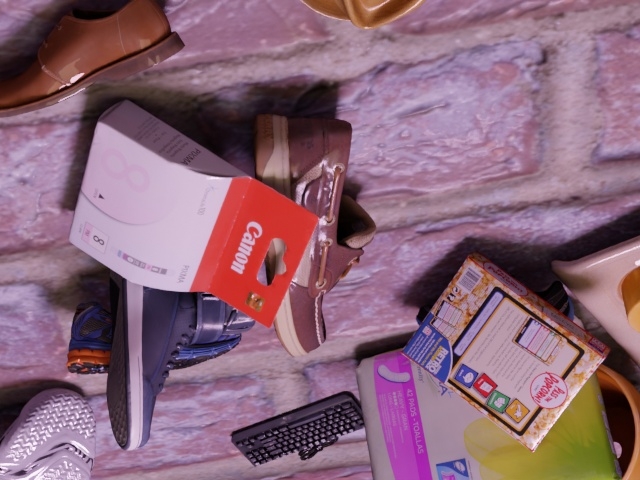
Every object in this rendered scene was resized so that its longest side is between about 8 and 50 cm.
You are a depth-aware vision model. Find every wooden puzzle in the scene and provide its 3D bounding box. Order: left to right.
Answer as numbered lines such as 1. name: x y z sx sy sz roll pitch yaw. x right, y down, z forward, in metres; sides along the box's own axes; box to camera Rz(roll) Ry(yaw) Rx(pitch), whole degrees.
1. wooden puzzle: 0.495 0.074 1.661 0.348 0.080 0.322 -19 140 27

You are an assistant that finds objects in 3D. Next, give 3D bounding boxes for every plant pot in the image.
1. plant pot: 0.357 0.268 1.835 0.205 0.205 0.188 -30 151 24

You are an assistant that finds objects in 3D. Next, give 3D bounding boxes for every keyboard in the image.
1. keyboard: -0.019 0.264 1.883 0.180 0.023 0.108 -21 139 16

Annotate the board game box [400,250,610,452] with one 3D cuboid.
1. board game box: 0.213 0.128 1.619 0.193 0.045 0.147 38 109 11

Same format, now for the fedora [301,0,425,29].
1. fedora: 0.053 -0.252 1.237 0.194 0.079 0.194 -5 141 -4

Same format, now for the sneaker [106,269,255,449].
1. sneaker: -0.150 0.122 1.542 0.163 0.226 0.086 8 162 -24

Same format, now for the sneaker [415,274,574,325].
1. sneaker: 0.209 0.080 1.680 0.188 0.067 0.078 -6 104 13

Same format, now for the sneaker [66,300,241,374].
1. sneaker: -0.189 0.104 1.618 0.221 0.087 0.083 0 168 -36

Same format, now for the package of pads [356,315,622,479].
1. package of pads: 0.202 0.227 1.719 0.296 0.229 0.101 -12 154 7

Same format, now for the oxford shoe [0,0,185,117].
1. oxford shoe: -0.233 -0.174 1.303 0.212 0.076 0.076 -21 109 18

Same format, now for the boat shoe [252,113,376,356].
1. boat shoe: 0.000 0.000 1.501 0.123 0.123 0.342 -6 134 -1

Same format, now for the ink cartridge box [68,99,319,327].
1. ink cartridge box: -0.137 -0.012 1.418 0.232 0.066 0.189 35 136 10

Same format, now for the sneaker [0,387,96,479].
1. sneaker: -0.423 0.329 1.808 0.137 0.210 0.366 22 97 -32
